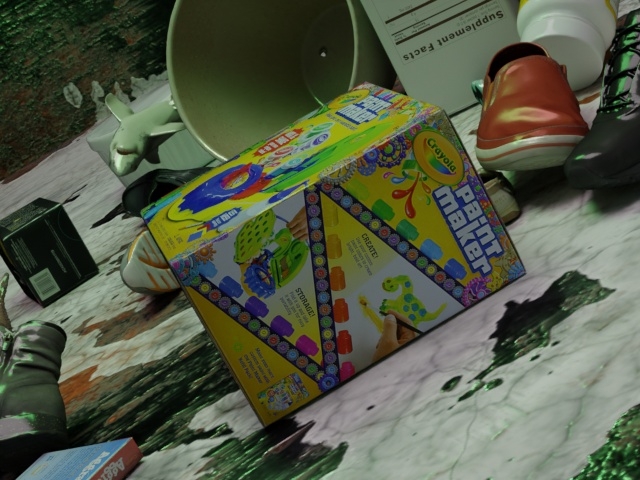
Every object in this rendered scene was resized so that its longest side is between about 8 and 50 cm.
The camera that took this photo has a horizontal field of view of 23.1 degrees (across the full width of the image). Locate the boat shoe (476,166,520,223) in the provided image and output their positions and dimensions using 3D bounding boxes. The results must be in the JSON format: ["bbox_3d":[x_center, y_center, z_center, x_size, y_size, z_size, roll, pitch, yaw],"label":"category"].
[{"bbox_3d":[0.168,-0.054,1.610,0.056,0.048,0.153,-27,15,7],"label":"boat shoe"}]

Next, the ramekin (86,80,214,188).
[{"bbox_3d":[-0.256,-0.187,2.682,0.273,0.127,0.273,-28,14,8],"label":"ramekin"}]

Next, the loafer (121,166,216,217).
[{"bbox_3d":[-0.233,-0.067,2.342,0.223,0.076,0.078,-7,17,47],"label":"loafer"}]

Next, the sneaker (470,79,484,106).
[{"bbox_3d":[0.238,-0.196,1.980,0.069,0.038,0.098,-31,24,-14],"label":"sneaker"}]

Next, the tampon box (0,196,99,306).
[{"bbox_3d":[-0.416,0.015,2.325,0.101,0.120,0.161,-33,15,-15],"label":"tampon box"}]

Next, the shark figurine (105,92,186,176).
[{"bbox_3d":[-0.220,-0.163,2.396,0.278,0.116,0.166,-20,46,-26],"label":"shark figurine"}]

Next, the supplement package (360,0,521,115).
[{"bbox_3d":[0.155,-0.335,2.076,0.175,0.293,0.177,-24,17,14],"label":"supplement package"}]

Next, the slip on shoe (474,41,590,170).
[{"bbox_3d":[0.219,-0.141,1.651,0.123,0.101,0.331,-6,17,6],"label":"slip on shoe"}]

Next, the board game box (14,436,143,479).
[{"bbox_3d":[-0.294,0.278,1.417,0.145,0.027,0.281,-17,19,44],"label":"board game box"}]

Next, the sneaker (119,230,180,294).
[{"bbox_3d":[-0.218,0.030,2.004,0.083,0.084,0.215,-27,5,16],"label":"sneaker"}]

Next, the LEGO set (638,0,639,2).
[{"bbox_3d":[0.463,-0.330,1.949,0.287,0.107,0.132,-10,58,40],"label":"LEGO set"}]

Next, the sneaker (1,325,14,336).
[{"bbox_3d":[-0.384,0.194,1.735,0.169,0.108,0.292,-15,30,39],"label":"sneaker"}]

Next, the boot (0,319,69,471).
[{"bbox_3d":[-0.379,0.164,1.610,0.246,0.083,0.161,-6,49,-11],"label":"boot"}]

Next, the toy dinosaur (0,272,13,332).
[{"bbox_3d":[-0.471,0.133,1.969,0.200,0.127,0.295,-3,17,45],"label":"toy dinosaur"}]

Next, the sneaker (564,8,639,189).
[{"bbox_3d":[0.312,-0.148,1.501,0.109,0.130,0.286,-9,26,48],"label":"sneaker"}]

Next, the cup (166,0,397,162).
[{"bbox_3d":[-0.018,-0.263,2.230,0.331,0.331,0.237,-19,-8,35],"label":"cup"}]

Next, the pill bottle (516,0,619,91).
[{"bbox_3d":[0.300,-0.288,1.883,0.119,0.119,0.208,-18,44,37],"label":"pill bottle"}]

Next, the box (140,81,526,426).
[{"bbox_3d":[0.000,0.000,1.502,0.279,0.177,0.290,-30,15,-6],"label":"box"}]
